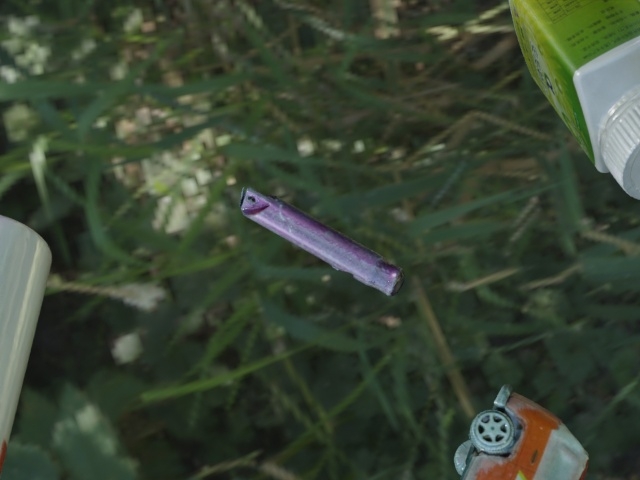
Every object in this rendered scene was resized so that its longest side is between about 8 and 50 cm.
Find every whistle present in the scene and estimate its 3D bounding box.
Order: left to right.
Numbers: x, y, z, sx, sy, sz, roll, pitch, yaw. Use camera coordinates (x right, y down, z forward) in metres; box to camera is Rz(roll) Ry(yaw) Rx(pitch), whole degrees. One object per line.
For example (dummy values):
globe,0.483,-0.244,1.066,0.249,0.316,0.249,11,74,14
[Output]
whistle,0.000,0.000,1.711,0.176,0.033,0.033,30,119,9

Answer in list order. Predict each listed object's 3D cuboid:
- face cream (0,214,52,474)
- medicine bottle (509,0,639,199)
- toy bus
face cream,-0.266,0.148,1.236,0.102,0.102,0.345,-16,52,39
medicine bottle,0.227,-0.125,1.393,0.188,0.088,0.132,62,178,40
toy bus,0.150,0.264,1.612,0.120,0.265,0.121,25,156,9
